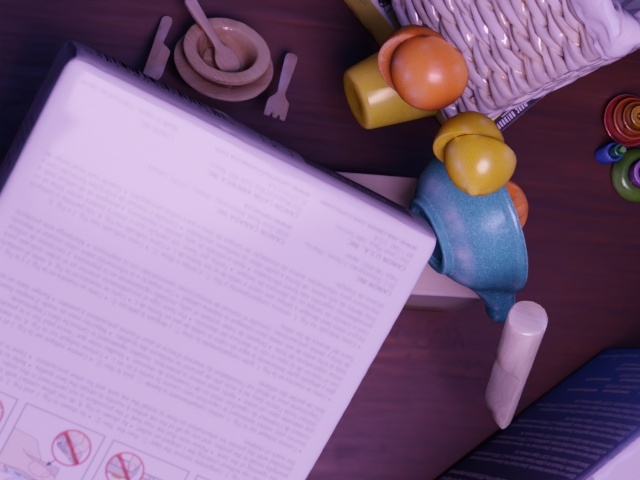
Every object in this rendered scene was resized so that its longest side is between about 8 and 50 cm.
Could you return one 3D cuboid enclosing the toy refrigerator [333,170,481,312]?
[{"bbox_3d":[0.000,0.000,1.288,0.269,0.094,0.102,3,78,-16],"label":"toy refrigerator"}]

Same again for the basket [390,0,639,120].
[{"bbox_3d":[0.212,-0.308,1.238,0.328,0.266,0.331,-26,91,-30],"label":"basket"}]

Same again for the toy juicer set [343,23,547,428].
[{"bbox_3d":[0.130,-0.023,1.169,0.089,0.209,0.329,-21,85,-13],"label":"toy juicer set"}]

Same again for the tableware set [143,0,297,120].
[{"bbox_3d":[-0.088,-0.119,1.243,0.128,0.039,0.194,16,50,-6],"label":"tableware set"}]

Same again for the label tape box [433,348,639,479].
[{"bbox_3d":[0.190,0.227,1.240,0.348,0.249,0.115,-37,96,-15],"label":"label tape box"}]

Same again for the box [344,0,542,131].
[{"bbox_3d":[0.095,-0.193,1.343,0.087,0.058,0.232,-41,98,-15],"label":"box"}]

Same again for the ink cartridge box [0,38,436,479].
[{"bbox_3d":[-0.137,0.088,1.149,0.308,0.091,0.385,26,100,-18],"label":"ink cartridge box"}]

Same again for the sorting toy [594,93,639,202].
[{"bbox_3d":[0.289,-0.086,1.398,0.061,0.042,0.102,-14,90,-16],"label":"sorting toy"}]
